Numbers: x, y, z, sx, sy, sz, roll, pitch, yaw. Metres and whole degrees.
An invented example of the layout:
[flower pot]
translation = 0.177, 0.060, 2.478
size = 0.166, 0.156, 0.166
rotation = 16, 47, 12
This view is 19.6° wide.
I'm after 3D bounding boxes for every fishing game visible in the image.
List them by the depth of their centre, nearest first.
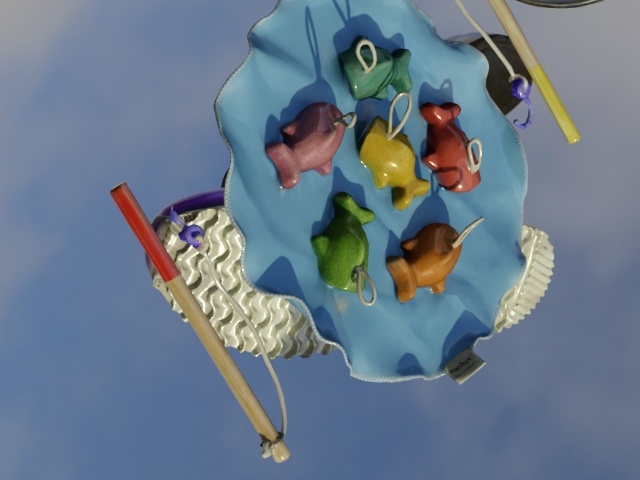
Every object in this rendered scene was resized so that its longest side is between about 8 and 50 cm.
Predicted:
[fishing game]
translation = 0.033, -0.027, 0.824
size = 0.041, 0.264, 0.189
rotation = -13, -69, 49

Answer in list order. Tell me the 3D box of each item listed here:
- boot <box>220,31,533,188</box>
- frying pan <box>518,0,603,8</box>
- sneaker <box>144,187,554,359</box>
[boot]
translation = 0.008, -0.090, 1.483
size = 0.264, 0.096, 0.280
rotation = -36, -168, -13
[frying pan]
translation = 0.107, -0.257, 1.366
size = 0.326, 0.053, 0.197
rotation = -4, -72, 29
[sneaker]
translation = 0.000, 0.001, 1.236
size = 0.146, 0.293, 0.102
rotation = 44, -57, 50
